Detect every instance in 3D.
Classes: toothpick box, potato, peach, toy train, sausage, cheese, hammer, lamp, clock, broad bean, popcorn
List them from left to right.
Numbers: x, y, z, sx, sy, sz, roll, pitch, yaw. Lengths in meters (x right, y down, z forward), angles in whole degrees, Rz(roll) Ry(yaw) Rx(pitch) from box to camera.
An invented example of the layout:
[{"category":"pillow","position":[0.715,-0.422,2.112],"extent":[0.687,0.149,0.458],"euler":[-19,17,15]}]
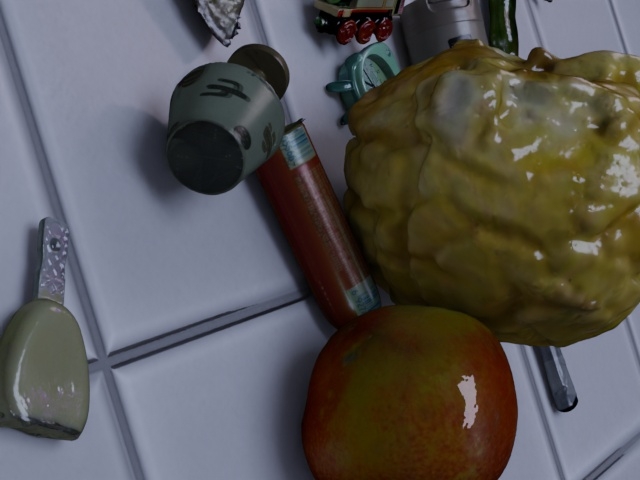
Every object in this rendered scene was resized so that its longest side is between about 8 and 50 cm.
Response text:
[{"category":"cheese","position":[-0.230,0.071,1.070],"extent":[0.097,0.037,0.192],"euler":[28,55,-47]},{"category":"potato","position":[-0.120,-0.305,1.377],"extent":[0.100,0.089,0.172],"euler":[17,93,-28]},{"category":"lamp","position":[-0.090,-0.132,1.292],"extent":[0.121,0.121,0.215],"euler":[58,27,-21]},{"category":"sausage","position":[0.000,0.000,1.399],"extent":[0.083,0.083,0.264],"euler":[-42,112,-53]},{"category":"toy train","position":[0.048,-0.291,1.572],"extent":[0.138,0.050,0.087],"euler":[-13,125,-47]},{"category":"clock","position":[0.059,-0.191,1.594],"extent":[0.135,0.041,0.101],"euler":[-31,102,-54]},{"category":"peach","position":[0.091,0.178,1.314],"extent":[0.231,0.231,0.231],"euler":[28,54,-46]},{"category":"toothpick box","position":[0.178,-0.240,1.722],"extent":[0.111,0.111,0.181],"euler":[-7,83,-56]},{"category":"popcorn","position":[0.205,-0.044,1.423],"extent":[0.344,0.390,0.354],"euler":[8,45,-38]},{"category":"broad bean","position":[0.310,-0.383,2.026],"extent":[0.144,0.049,0.292],"euler":[57,36,-23]},{"category":"hammer","position":[0.287,0.045,1.816],"extent":[0.152,0.044,0.427],"euler":[-19,92,-57]}]
